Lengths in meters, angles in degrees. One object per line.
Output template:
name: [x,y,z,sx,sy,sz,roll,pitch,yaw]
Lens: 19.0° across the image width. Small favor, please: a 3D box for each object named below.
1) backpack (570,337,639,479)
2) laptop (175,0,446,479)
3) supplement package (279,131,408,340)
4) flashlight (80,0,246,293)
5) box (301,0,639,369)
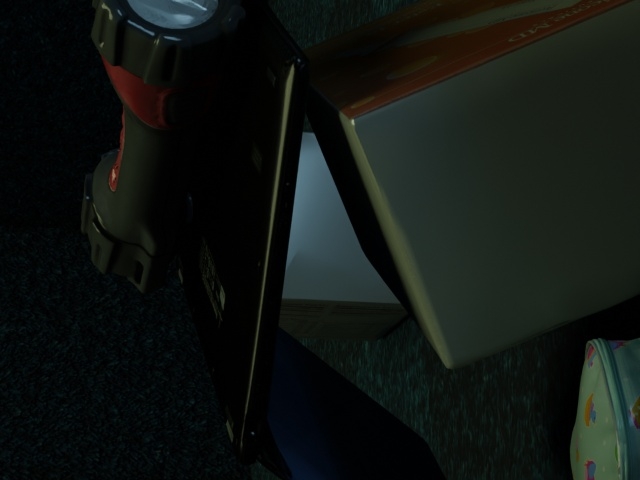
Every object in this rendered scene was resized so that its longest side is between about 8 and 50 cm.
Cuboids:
backpack: [0.210,0.109,1.021,0.166,0.144,0.188,-92,11,-56]
laptop: [0.034,0.034,1.366,0.382,0.236,0.407,-120,36,-68]
supplement package: [0.000,0.000,2.255,0.262,0.198,0.199,126,146,-76]
flashlight: [-0.122,-0.087,1.339,0.103,0.103,0.304,-62,-3,-32]
box: [0.120,-0.070,1.264,0.345,0.215,0.168,-125,11,-76]
